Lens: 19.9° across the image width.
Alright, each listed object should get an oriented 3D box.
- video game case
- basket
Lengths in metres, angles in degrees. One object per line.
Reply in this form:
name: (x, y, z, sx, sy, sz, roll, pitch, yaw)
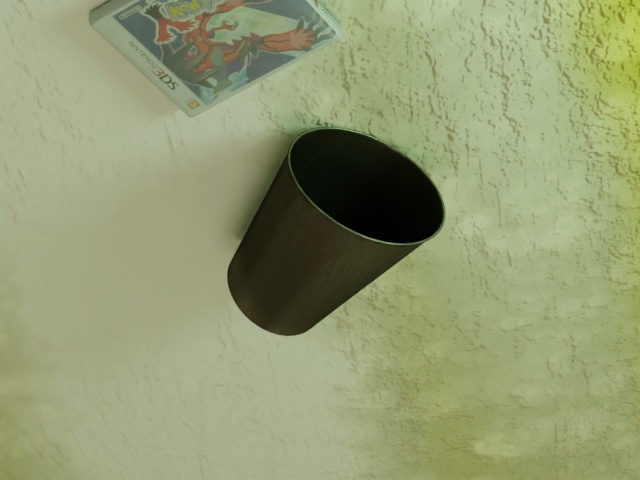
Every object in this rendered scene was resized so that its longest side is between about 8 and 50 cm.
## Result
video game case: (-0.108, -0.224, 1.911, 0.201, 0.023, 0.183, -26, 138, 21)
basket: (0.000, 0.000, 2.111, 0.204, 0.154, 0.227, 16, 139, -24)
